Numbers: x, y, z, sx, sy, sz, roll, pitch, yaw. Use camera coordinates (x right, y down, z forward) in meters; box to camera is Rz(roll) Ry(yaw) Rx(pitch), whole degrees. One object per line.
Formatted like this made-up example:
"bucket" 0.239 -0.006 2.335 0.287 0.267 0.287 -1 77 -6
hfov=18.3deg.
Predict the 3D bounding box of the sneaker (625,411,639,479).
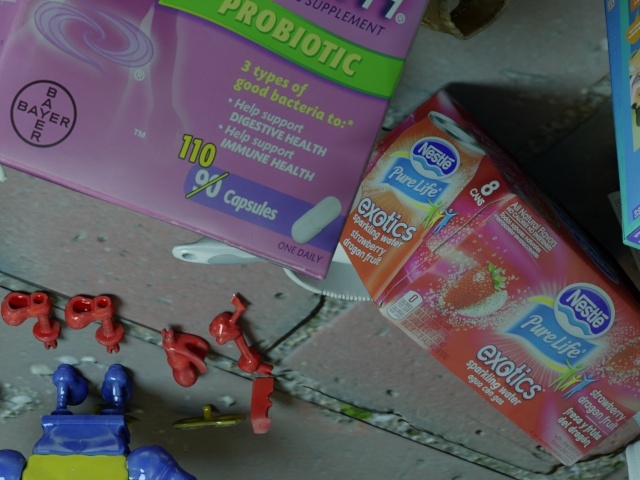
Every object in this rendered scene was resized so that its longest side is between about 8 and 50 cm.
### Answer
"sneaker" 0.342 0.144 1.543 0.210 0.137 0.366 -6 147 6

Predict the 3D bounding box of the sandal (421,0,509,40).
"sandal" 0.089 -0.160 1.188 0.240 0.079 0.088 -12 141 19

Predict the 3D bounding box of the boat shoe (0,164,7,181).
"boat shoe" -0.168 -0.092 1.236 0.367 0.136 0.156 24 118 -37

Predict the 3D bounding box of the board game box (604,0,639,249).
"board game box" 0.230 -0.115 1.134 0.047 0.210 0.160 20 141 -23

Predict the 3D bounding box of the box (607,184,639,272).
"box" 0.345 0.063 1.347 0.201 0.057 0.293 -21 93 29

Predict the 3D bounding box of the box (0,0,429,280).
"box" -0.066 -0.130 1.088 0.214 0.243 0.117 21 178 -24

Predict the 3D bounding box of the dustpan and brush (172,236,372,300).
"dustpan and brush" 0.000 0.000 1.428 0.211 0.060 0.147 7 143 -7

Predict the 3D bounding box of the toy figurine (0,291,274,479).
"toy figurine" -0.221 0.180 1.554 0.363 0.217 0.191 0 144 1

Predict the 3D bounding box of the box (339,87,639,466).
"box" 0.130 0.030 1.375 0.123 0.128 0.257 -40 132 11
